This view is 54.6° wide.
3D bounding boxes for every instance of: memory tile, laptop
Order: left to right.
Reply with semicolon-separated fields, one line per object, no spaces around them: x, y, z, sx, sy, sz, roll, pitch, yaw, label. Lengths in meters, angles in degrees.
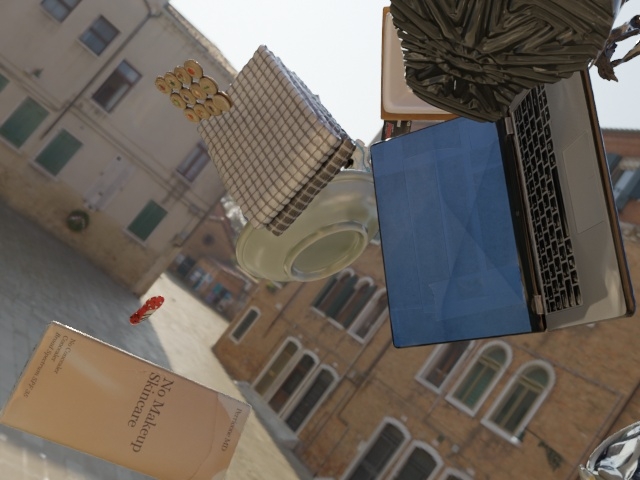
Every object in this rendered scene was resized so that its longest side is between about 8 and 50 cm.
-0.229;-0.263;1.114;0.148;0.012;0.113;-7;-45;49;memory tile
0.228;-0.047;0.930;0.236;0.382;0.408;-6;-12;-2;laptop

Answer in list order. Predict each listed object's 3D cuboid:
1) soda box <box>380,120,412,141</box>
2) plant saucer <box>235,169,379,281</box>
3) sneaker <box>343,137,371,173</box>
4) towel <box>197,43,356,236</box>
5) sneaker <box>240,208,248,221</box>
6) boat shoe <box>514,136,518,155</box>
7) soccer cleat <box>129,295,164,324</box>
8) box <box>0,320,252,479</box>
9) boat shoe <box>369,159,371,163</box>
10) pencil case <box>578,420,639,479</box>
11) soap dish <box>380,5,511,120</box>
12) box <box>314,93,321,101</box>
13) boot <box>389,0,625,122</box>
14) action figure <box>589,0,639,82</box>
0.190;-0.234;1.619;0.053;0.169;0.060;3;9;-34;soda box
0.000;0.000;1.484;0.101;0.400;0.400;63;5;27;plant saucer
0.110;-0.240;1.985;0.071;0.083;0.191;42;-16;34;sneaker
-0.087;-0.184;1.157;0.121;0.235;0.284;14;35;-51;towel
-0.128;-0.165;1.700;0.111;0.297;0.131;3;20;-45;sneaker
0.524;-0.352;1.644;0.341;0.158;0.127;53;6;20;boat shoe
-0.354;0.143;1.269;0.029;0.083;0.035;47;-11;9;soccer cleat
-0.274;0.243;0.890;0.311;0.148;0.121;28;-21;-21;box
0.267;-0.119;1.514;0.319;0.099;0.116;42;1;1;boat shoe
0.430;0.364;0.627;0.410;0.183;0.160;58;-8;-2;pencil case
0.271;-0.363;1.273;0.290;0.229;0.118;4;13;16;soap dish
-0.030;-0.261;1.444;0.027;0.093;0.137;-26;102;-63;box
0.204;-0.349;0.496;0.146;0.445;0.367;24;2;0;boot
0.551;-0.404;1.157;0.164;0.276;0.141;48;-45;-3;action figure
